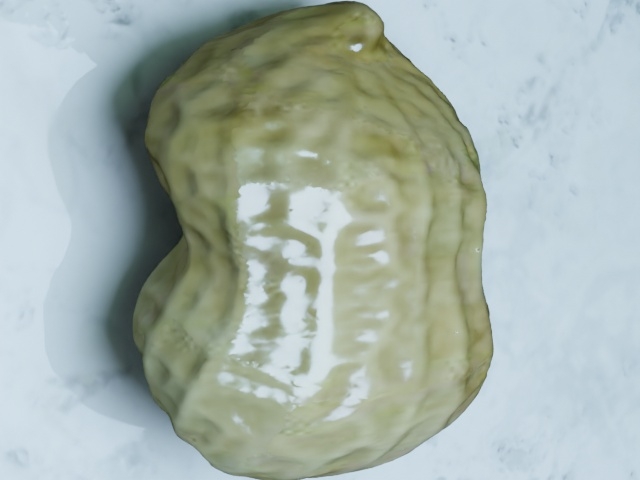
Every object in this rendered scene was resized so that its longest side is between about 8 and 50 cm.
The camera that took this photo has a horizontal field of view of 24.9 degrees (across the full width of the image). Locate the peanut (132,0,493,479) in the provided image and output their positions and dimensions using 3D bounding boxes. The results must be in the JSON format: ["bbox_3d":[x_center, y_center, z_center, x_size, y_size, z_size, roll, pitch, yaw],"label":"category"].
[{"bbox_3d":[0.000,0.000,0.709,0.197,0.110,0.233,-5,100,-33],"label":"peanut"}]
